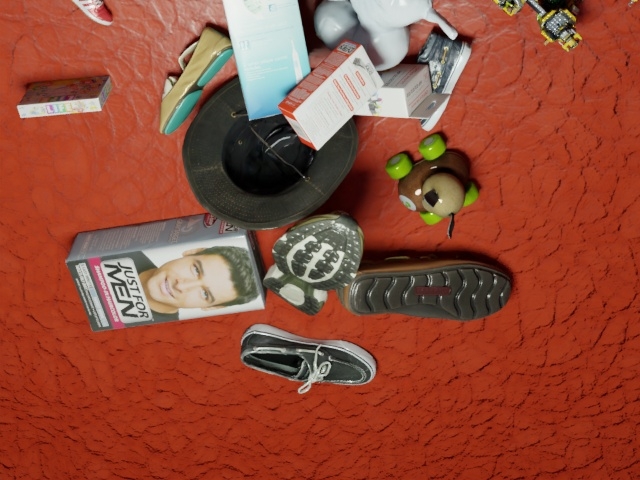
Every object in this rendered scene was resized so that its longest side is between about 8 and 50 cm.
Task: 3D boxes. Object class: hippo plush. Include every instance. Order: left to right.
[{"bbox_3d":[0.111,-0.420,1.801,0.294,0.234,0.236,24,153,5],"label":"hippo plush"}]

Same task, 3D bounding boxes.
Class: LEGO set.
[{"bbox_3d":[0.432,-0.463,1.729,0.331,0.192,0.255,-35,115,23],"label":"LEGO set"}]

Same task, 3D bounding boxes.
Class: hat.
[{"bbox_3d":[-0.093,-0.158,1.959,0.331,0.331,0.134,2,163,1],"label":"hat"}]

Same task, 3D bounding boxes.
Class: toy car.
[{"bbox_3d":[0.218,-0.082,1.990,0.149,0.188,0.155,-30,117,20],"label":"toy car"}]

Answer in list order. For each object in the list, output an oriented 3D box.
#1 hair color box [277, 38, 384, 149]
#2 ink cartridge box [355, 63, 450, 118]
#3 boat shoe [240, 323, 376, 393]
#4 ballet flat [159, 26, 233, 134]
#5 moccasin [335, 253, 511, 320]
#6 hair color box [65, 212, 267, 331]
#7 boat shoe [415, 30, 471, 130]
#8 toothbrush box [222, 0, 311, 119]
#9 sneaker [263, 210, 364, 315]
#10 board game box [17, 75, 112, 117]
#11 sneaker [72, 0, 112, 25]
[{"bbox_3d":[0.018,-0.244,1.743,0.167,0.053,0.093,-45,131,-10],"label":"hair color box"},{"bbox_3d":[0.130,-0.272,1.880,0.181,0.104,0.061,8,127,30],"label":"ink cartridge box"},{"bbox_3d":[-0.025,0.269,2.280,0.306,0.105,0.113,20,122,-10],"label":"boat shoe"},{"bbox_3d":[-0.246,-0.301,1.952,0.073,0.080,0.232,45,115,8],"label":"ballet flat"},{"bbox_3d":[0.210,0.095,2.139,0.380,0.147,0.139,-5,108,-16],"label":"moccasin"},{"bbox_3d":[-0.310,0.062,2.155,0.375,0.113,0.185,-9,122,7],"label":"hair color box"},{"bbox_3d":[0.205,-0.296,1.931,0.083,0.065,0.183,21,117,-6],"label":"boat shoe"},{"bbox_3d":[-0.099,-0.389,1.782,0.126,0.216,0.295,-11,123,-1],"label":"toothbrush box"},{"bbox_3d":[0.000,0.000,1.991,0.158,0.182,0.410,29,157,-6],"label":"sneaker"},{"bbox_3d":[-0.476,-0.269,1.952,0.154,0.103,0.026,-4,123,5],"label":"board game box"},{"bbox_3d":[-0.408,-0.444,1.872,0.118,0.042,0.067,40,119,-19],"label":"sneaker"}]
